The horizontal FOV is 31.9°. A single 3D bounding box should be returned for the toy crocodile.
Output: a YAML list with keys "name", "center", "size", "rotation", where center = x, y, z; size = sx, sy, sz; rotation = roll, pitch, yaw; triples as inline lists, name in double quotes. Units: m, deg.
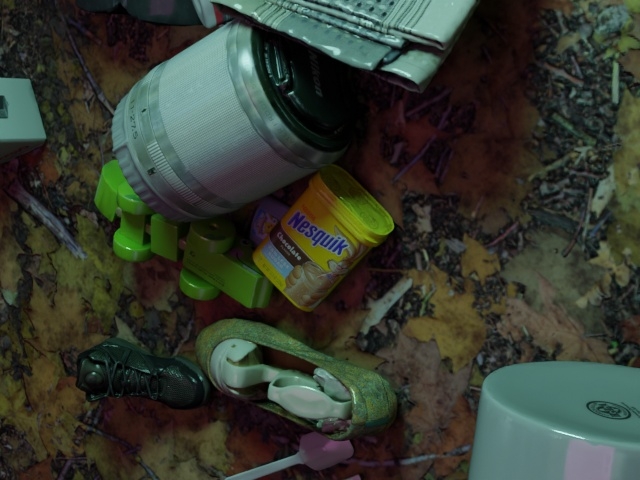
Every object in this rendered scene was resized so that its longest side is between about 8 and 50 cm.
- name: "toy crocodile"
  center: [-0.201, -0.010, 1.630]
  size: [0.340, 0.105, 0.115]
  rotation: [28, 128, 23]

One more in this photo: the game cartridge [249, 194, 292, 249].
- name: "game cartridge"
  center: [-0.071, -0.019, 1.589]
  size: [0.056, 0.017, 0.083]
  rotation: [31, 113, 29]

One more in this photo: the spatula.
- name: "spatula"
  center: [-0.029, 0.375, 1.629]
  size: [0.242, 0.019, 0.168]
  rotation: [-26, 89, 34]

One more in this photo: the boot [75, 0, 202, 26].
- name: "boot"
  center: [-0.162, -0.503, 1.484]
  size: [0.367, 0.146, 0.445]
  rotation: [20, 105, 39]

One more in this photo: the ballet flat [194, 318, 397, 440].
- name: "ballet flat"
  center: [-0.061, 0.192, 1.559]
  size: [0.348, 0.123, 0.123]
  rotation: [16, 106, 30]

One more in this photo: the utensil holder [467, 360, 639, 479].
- name: "utensil holder"
  center: [0.304, 0.357, 1.228]
  size: [0.327, 0.327, 0.385]
  rotation: [10, 102, 31]

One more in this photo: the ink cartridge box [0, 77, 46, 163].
- name: "ink cartridge box"
  center: [-0.601, -0.174, 1.754]
  size: [0.197, 0.273, 0.114]
  rotation: [-18, 84, 34]

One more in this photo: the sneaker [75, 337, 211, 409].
- name: "sneaker"
  center: [-0.281, 0.214, 1.697]
  size: [0.227, 0.130, 0.087]
  rotation: [17, 109, 27]

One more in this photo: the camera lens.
- name: "camera lens"
  center: [-0.109, -0.162, 1.467]
  size: [0.274, 0.219, 0.219]
  rotation: [-24, 85, 34]

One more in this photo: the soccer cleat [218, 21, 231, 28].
- name: "soccer cleat"
  center: [-0.108, -0.305, 1.559]
  size: [0.083, 0.029, 0.036]
  rotation: [-13, 99, 37]

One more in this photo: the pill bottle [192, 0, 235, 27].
- name: "pill bottle"
  center: [-0.082, -0.352, 1.442]
  size: [0.180, 0.108, 0.108]
  rotation: [-22, 85, -8]

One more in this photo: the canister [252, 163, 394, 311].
- name: "canister"
  center: [0.000, 0.000, 1.506]
  size: [0.126, 0.073, 0.170]
  rotation: [45, 121, 6]

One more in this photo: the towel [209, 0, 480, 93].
- name: "towel"
  center: [0.067, -0.353, 1.318]
  size: [0.312, 0.056, 0.324]
  rotation: [26, 77, 23]
